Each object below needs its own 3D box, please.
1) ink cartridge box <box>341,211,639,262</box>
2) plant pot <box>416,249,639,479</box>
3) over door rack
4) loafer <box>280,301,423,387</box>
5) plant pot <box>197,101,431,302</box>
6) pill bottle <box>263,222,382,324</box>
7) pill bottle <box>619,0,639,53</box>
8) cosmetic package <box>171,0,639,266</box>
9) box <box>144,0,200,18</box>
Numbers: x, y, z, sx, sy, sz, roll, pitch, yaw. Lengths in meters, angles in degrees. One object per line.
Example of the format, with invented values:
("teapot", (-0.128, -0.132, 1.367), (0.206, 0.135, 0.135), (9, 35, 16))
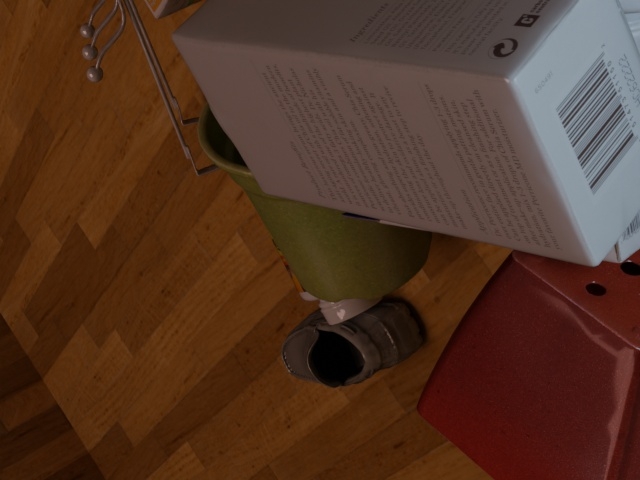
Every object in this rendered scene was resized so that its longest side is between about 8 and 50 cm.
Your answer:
("ink cartridge box", (0.205, -0.060, 1.632), (0.371, 0.175, 0.069), (8, 120, 45))
("plant pot", (0.294, 0.115, 1.618), (0.267, 0.267, 0.236), (39, 139, 32))
("over door rack", (-0.250, -0.241, 2.109), (0.324, 0.108, 0.239), (57, -176, -25))
("loafer", (0.019, 0.152, 2.201), (0.112, 0.111, 0.319), (62, 150, -2))
("plant pot", (0.021, -0.071, 1.895), (0.276, 0.276, 0.254), (28, 147, 43))
("pill bottle", (0.000, 0.000, 2.095), (0.117, 0.117, 0.215), (-19, 99, 60))
("pill bottle", (0.272, -0.300, 1.394), (0.152, 0.152, 0.272), (40, 145, 31))
("cosmetic package", (0.091, -0.142, 1.513), (0.453, 0.161, 0.230), (14, 144, 44))
("box", (-0.214, -0.417, 2.075), (0.203, 0.103, 0.114), (58, 151, 4))
